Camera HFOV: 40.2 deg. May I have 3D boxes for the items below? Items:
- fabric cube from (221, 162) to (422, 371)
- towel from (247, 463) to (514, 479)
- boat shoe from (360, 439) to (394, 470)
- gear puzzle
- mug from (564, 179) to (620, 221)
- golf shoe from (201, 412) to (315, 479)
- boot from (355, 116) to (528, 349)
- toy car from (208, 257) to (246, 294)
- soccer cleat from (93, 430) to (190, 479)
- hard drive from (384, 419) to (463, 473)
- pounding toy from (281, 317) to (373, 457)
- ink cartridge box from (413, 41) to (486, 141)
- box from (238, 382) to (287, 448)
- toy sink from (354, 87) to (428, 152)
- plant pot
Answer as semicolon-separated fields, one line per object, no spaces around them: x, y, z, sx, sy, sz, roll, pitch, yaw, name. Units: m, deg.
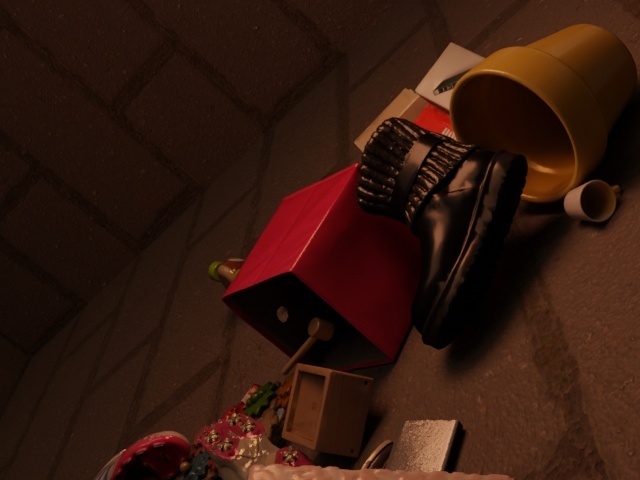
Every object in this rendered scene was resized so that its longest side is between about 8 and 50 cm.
0.024;0.062;1.602;0.259;0.254;0.258;-22;32;53;fabric cube
0.058;0.371;0.933;0.332;0.053;0.317;2;30;5;towel
0.069;0.376;1.225;0.065;0.075;0.206;21;56;24;boat shoe
-0.145;0.341;1.631;0.339;0.044;0.175;-39;21;25;gear puzzle
0.407;-0.056;1.317;0.064;0.078;0.062;168;108;-73;mug
-0.080;0.400;1.423;0.115;0.140;0.306;-25;31;-25;golf shoe
0.159;-0.019;1.416;0.260;0.131;0.348;18;78;29;boot
-0.152;0.071;2.170;0.188;0.149;0.155;-43;28;-22;toy car
-0.405;0.491;1.918;0.331;0.116;0.143;-41;21;22;soccer cleat
0.136;0.307;1.200;0.094;0.022;0.135;-9;40;36;hard drive
0.011;0.238;1.451;0.181;0.094;0.206;-6;70;63;pounding toy
0.283;-0.242;1.726;0.239;0.060;0.275;-53;44;4;ink cartridge box
-0.112;0.344;1.684;0.114;0.036;0.207;-54;20;-16;box
0.214;-0.241;1.930;0.234;0.153;0.131;-47;19;8;toy sink
0.382;-0.228;1.431;0.239;0.254;0.254;-40;15;-24;plant pot
